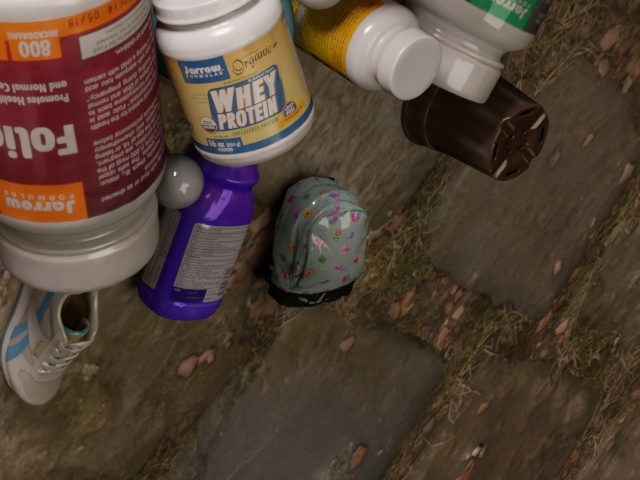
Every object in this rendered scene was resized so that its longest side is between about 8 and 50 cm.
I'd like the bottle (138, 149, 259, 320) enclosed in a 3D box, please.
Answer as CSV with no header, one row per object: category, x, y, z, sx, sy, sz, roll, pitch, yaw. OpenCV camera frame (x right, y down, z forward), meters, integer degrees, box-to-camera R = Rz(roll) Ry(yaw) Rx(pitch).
bottle,-0.148,-0.033,1.974,0.118,0.092,0.283,-2,120,-47

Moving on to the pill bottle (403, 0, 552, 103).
pill bottle,0.229,-0.380,2.004,0.204,0.204,0.361,11,110,-50

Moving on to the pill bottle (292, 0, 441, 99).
pill bottle,0.053,-0.261,1.908,0.117,0.208,0.118,-28,137,-30

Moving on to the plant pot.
plant pot,0.235,-0.179,2.206,0.167,0.165,0.167,-28,136,-31

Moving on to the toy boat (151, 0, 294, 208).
toy boat,-0.144,-0.200,1.798,0.267,0.148,0.318,9,112,-50

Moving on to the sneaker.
sneaker,-0.338,0.120,1.896,0.087,0.092,0.229,-11,128,-44

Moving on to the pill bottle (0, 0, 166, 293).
pill bottle,-0.284,-0.149,1.627,0.224,0.224,0.392,-28,136,-29

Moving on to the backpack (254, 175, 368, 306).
backpack,0.000,0.000,2.143,0.152,0.115,0.182,-16,127,-35

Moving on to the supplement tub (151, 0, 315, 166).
supplement tub,-0.098,-0.198,1.651,0.144,0.144,0.200,-35,126,-22

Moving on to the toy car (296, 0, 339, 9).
toy car,0.031,-0.375,1.819,0.136,0.182,0.159,3,123,2
